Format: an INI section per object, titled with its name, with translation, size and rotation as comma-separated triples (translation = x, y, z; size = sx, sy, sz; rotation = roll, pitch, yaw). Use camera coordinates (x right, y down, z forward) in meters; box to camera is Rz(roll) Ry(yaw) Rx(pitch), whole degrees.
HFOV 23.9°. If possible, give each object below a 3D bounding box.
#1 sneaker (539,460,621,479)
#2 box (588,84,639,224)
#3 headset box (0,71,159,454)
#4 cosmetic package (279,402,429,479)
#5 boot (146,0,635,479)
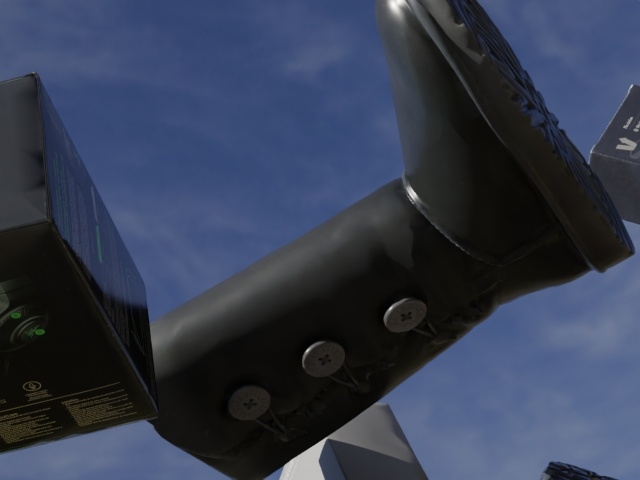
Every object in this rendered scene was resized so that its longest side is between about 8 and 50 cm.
[sneaker]
translation = 0.178, 0.241, 0.960
size = 0.330, 0.129, 0.147
rotation = -25, -49, -72
[box]
translation = 0.417, -0.094, 1.807
size = 0.156, 0.158, 0.093
rotation = -51, -30, -42
[headset box]
translation = -0.270, 0.034, 1.058
size = 0.246, 0.131, 0.283
rotation = -14, -35, 3
[cosmetic package]
translation = 0.048, 0.279, 1.503
size = 0.107, 0.238, 0.127
rotation = 3, -59, -27
[boot]
translation = 0.001, 0.002, 1.318
size = 0.445, 0.146, 0.367
rotation = -30, -57, 16
